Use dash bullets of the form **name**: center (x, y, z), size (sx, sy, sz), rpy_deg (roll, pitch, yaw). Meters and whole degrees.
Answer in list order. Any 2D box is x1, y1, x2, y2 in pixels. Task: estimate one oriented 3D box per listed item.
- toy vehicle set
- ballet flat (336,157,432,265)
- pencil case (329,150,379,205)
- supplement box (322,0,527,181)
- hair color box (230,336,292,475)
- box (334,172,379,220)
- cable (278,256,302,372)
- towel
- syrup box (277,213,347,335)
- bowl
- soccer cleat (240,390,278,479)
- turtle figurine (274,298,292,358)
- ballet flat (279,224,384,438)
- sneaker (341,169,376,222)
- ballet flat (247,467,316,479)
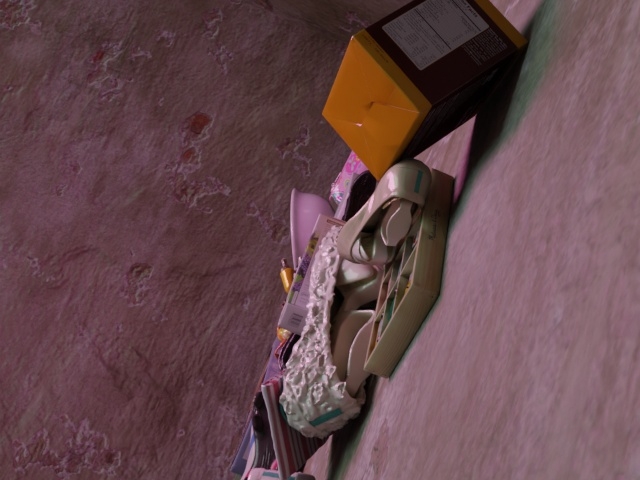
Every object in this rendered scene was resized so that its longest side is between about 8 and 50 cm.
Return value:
- **toy vehicle set**: center (0.122, 0.038, 1.124), size (0.267, 0.035, 0.166), rpy_deg (-72, 5, -52)
- **ballet flat**: center (0.084, -0.015, 1.153), size (0.248, 0.086, 0.086), rpy_deg (117, 174, -53)
- **pencil case**: center (0.119, -0.204, 2.198), size (0.124, 0.124, 0.284), rpy_deg (-72, 6, -56)
- **supplement box**: center (0.132, -0.212, 1.094), size (0.194, 0.129, 0.191), rpy_deg (-35, -11, -22)
- **hair color box**: center (-0.109, 0.401, 2.000), size (0.374, 0.114, 0.185), rpy_deg (-75, 7, -73)
- **box**: center (0.090, -0.070, 2.001), size (0.170, 0.091, 0.130), rpy_deg (-74, 7, -67)
- **cable**: center (-0.019, 0.150, 1.721), size (0.072, 0.139, 0.287), rpy_deg (63, -156, -60)
- **towel**: center (-0.035, 0.259, 1.255), size (0.197, 0.029, 0.144), rpy_deg (-21, -80, -67)
- **syrup box**: center (0.000, 0.070, 1.640), size (0.093, 0.096, 0.237), rpy_deg (114, 176, -52)
- **bowl**: center (0.000, 0.000, 2.277), size (0.298, 0.134, 0.297), rpy_deg (-4, -90, -85)
- **soccer cleat**: center (-0.085, 0.439, 1.556), size (0.143, 0.116, 0.331), rpy_deg (51, -134, -57)
- **turtle figurine**: center (-0.041, 0.151, 1.886), size (0.217, 0.087, 0.269), rpy_deg (-59, -9, 14)
- **ballet flat**: center (0.051, 0.120, 1.268), size (0.147, 0.147, 0.409), rpy_deg (115, 173, -47)
- **sneaker**: center (0.083, -0.092, 1.847), size (0.089, 0.051, 0.170), rpy_deg (-80, 8, -63)
- **ballet flat**: center (-0.120, 0.500, 1.283), size (0.139, 0.139, 0.400), rpy_deg (-74, 6, -65)
